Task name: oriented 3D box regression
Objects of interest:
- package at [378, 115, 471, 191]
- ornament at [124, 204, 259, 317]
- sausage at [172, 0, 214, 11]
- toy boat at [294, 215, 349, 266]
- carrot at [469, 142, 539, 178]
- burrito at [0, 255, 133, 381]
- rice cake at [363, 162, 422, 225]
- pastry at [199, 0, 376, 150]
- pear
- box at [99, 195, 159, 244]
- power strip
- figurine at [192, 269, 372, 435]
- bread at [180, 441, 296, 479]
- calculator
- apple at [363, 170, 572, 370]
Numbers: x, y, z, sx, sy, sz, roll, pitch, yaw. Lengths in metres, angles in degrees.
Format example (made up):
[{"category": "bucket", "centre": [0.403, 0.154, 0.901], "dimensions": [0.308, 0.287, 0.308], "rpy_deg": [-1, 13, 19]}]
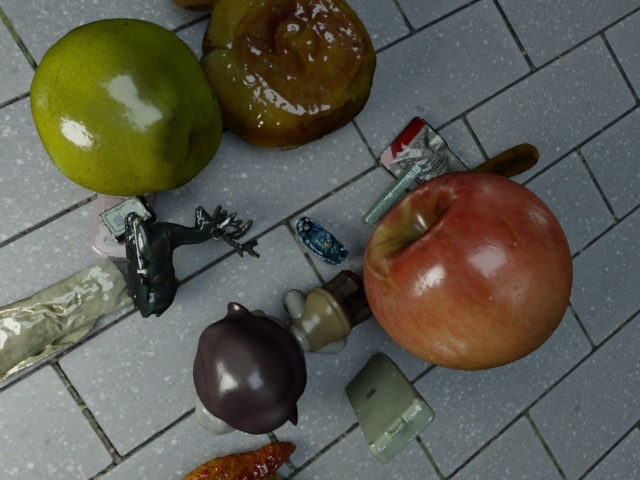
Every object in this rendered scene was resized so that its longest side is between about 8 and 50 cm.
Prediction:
[{"category": "package", "centre": [0.259, -0.155, 0.989], "dimensions": [0.239, 0.030, 0.154], "rpy_deg": [43, 76, -11]}, {"category": "ornament", "centre": [-0.222, 0.032, 0.805], "dimensions": [0.236, 0.080, 0.202], "rpy_deg": [-13, 117, -36]}, {"category": "sausage", "centre": [-0.253, -0.563, 0.844], "dimensions": [0.136, 0.120, 0.241], "rpy_deg": [-21, 91, -30]}, {"category": "toy boat", "centre": [0.000, 0.000, 0.895], "dimensions": [0.137, 0.061, 0.060], "rpy_deg": [42, 77, -7]}, {"category": "carrot", "centre": [0.373, -0.143, 0.989], "dimensions": [0.314, 0.066, 0.066], "rpy_deg": [-27, 93, -21]}, {"category": "burrito", "centre": [-0.514, 0.163, 0.738], "dimensions": [0.392, 0.076, 0.117], "rpy_deg": [-30, 105, -17]}, {"category": "rice cake", "centre": [0.155, -0.100, 0.945], "dimensions": [0.029, 0.033, 0.170], "rpy_deg": [42, 88, -14]}, {"category": "pastry", "centre": [-0.064, -0.342, 0.856], "dimensions": [0.356, 0.164, 0.355], "rpy_deg": [1, 85, -11]}, {"category": "pear", "centre": [-0.319, -0.216, 0.723], "dimensions": [0.294, 0.294, 0.294], "rpy_deg": [1, 85, -14]}, {"category": "box", "centre": [-0.339, -0.041, 0.774], "dimensions": [0.085, 0.063, 0.060], "rpy_deg": [-33, 93, -17]}, {"category": "power strip", "centre": [0.115, 0.292, 0.801], "dimensions": [0.118, 0.270, 0.046], "rpy_deg": [-45, 98, -2]}, {"category": "figurine", "centre": [-0.075, 0.189, 0.828], "dimensions": [0.365, 0.206, 0.218], "rpy_deg": [-39, 120, -38]}, {"category": "bread", "centre": [-0.158, 0.466, 0.801], "dimensions": [0.269, 0.095, 0.139], "rpy_deg": [-11, 96, -19]}, {"category": "calculator", "centre": [-0.368, -0.046, 0.818], "dimensions": [0.100, 0.032, 0.174], "rpy_deg": [7, 83, -14]}, {"category": "apple", "centre": [0.266, 0.063, 0.803], "dimensions": [0.364, 0.364, 0.363], "rpy_deg": [1, 85, -14]}]
